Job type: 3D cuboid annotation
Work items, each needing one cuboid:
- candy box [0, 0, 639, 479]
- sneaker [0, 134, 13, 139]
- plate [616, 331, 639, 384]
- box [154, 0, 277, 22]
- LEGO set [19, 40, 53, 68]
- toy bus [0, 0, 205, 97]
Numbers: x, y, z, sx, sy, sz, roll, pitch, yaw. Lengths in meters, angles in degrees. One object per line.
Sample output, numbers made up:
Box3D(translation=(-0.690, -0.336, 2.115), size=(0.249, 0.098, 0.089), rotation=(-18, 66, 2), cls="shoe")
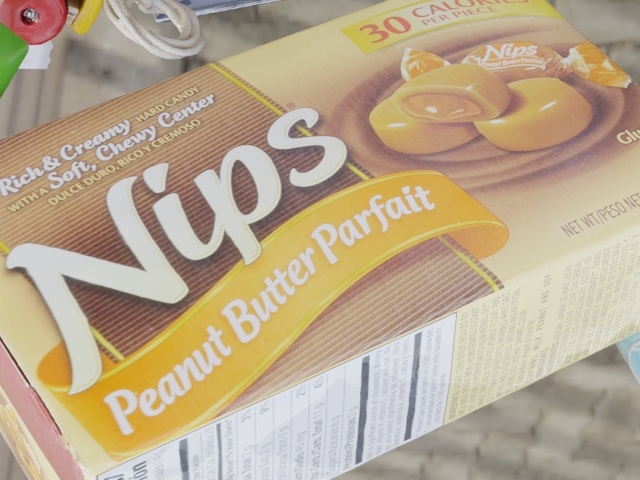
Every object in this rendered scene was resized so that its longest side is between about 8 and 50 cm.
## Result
Box3D(translation=(0.000, 0.000, 0.759), size=(0.316, 0.183, 0.087), rotation=(-23, 140, -22), cls="candy box")
Box3D(translation=(-0.274, 0.032, 1.518), size=(0.153, 0.101, 0.268), rotation=(45, 137, 13), cls="sneaker")
Box3D(translation=(0.305, 0.117, 1.378), size=(0.188, 0.024, 0.188), rotation=(37, 160, 15), cls="plate")
Box3D(translation=(-0.002, -0.350, 1.643), size=(0.294, 0.296, 0.182), rotation=(-9, 110, 19), cls="box")
Box3D(translation=(-0.231, -0.183, 1.129), size=(0.093, 0.227, 0.087), rotation=(-5, 115, -41), cls="LEGO set")
Box3D(translation=(-0.131, -0.154, 0.628), size=(0.191, 0.202, 0.104), rotation=(46, 122, 11), cls="toy bus")
